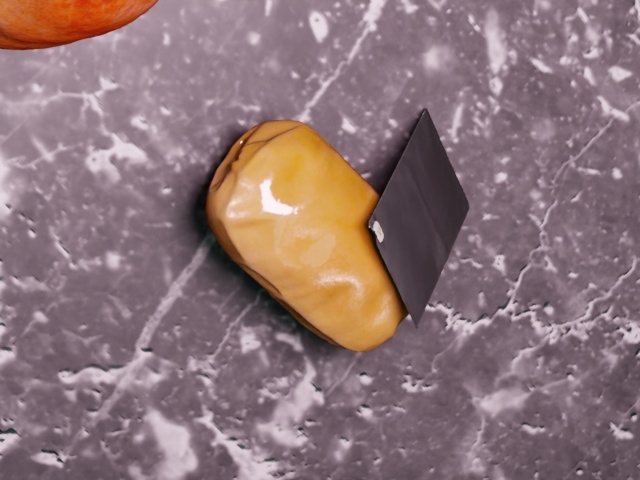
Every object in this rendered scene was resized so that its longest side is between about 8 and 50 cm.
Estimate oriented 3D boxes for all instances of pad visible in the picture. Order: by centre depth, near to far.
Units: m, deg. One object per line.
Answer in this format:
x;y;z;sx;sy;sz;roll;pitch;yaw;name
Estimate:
0.091;-0.023;1.648;0.004;0.193;0.116;-10;120;27;pad

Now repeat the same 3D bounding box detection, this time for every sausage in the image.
0.000;0.000;1.626;0.241;0.120;0.136;41;77;-31;sausage

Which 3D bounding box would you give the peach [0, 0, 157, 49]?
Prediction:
-0.205;-0.255;1.400;0.256;0.232;0.232;-7;115;-57;peach
